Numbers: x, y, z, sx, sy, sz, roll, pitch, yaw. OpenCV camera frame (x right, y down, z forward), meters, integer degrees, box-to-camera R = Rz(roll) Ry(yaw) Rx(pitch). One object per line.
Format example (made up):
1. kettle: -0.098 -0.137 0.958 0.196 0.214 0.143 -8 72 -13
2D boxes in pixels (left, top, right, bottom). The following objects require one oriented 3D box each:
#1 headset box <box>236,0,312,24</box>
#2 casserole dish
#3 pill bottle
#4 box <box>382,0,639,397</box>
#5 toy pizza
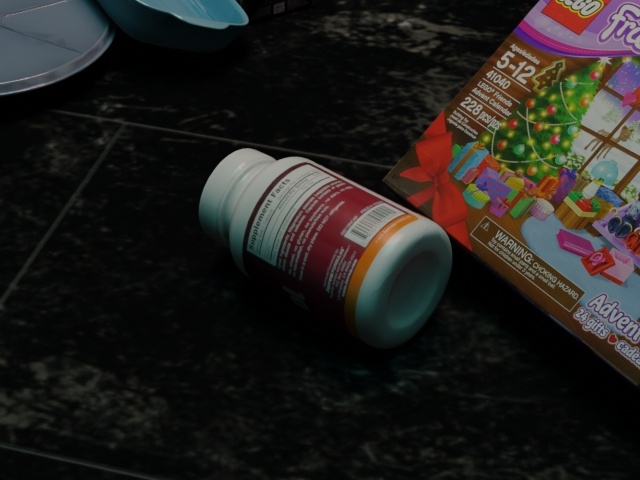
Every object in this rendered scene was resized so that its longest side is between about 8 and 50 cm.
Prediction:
1. headset box: -0.053 -0.211 1.457 0.062 0.032 0.083 -19 43 -23
2. casserole dish: -0.132 -0.195 1.407 0.114 0.037 0.188 6 29 -35
3. pill bottle: 0.000 0.000 1.137 0.152 0.086 0.086 28 46 32
4. box: 0.199 -0.030 1.114 0.201 0.057 0.293 -49 49 -1
5. toy pizza: -0.255 -0.155 1.387 0.201 0.032 0.201 1 37 0
